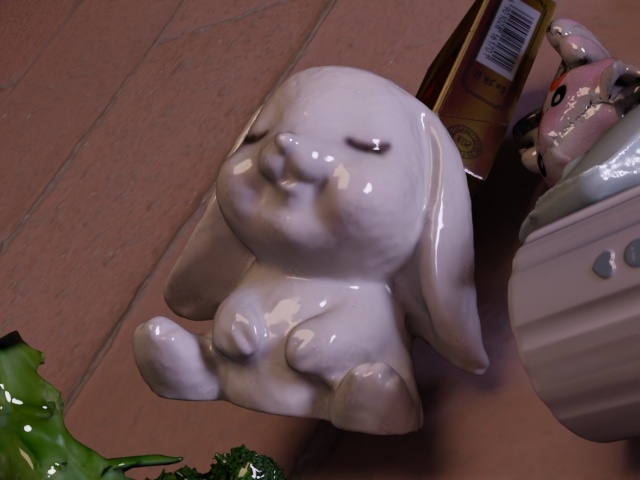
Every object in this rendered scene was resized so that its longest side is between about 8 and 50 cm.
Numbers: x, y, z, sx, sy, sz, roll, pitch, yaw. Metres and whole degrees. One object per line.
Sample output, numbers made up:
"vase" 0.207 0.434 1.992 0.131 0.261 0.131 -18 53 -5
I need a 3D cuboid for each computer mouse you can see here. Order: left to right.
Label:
"computer mouse" 0.235 -0.062 1.127 0.231 0.079 0.128 -19 -17 -26

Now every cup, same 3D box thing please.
"cup" 0.227 0.050 0.973 0.202 0.167 0.221 -23 27 38

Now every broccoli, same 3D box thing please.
"broccoli" -0.177 0.222 1.114 0.297 0.297 0.297 -39 -4 -3

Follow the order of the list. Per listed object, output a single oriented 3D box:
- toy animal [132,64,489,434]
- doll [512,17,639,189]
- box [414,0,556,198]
"toy animal" 0.000 0.000 1.219 0.271 0.206 0.265 6 89 25
"doll" 0.213 -0.092 1.276 0.192 0.095 0.149 -90 16 -64
"box" 0.115 -0.103 1.391 0.159 0.071 0.240 -51 10 51
